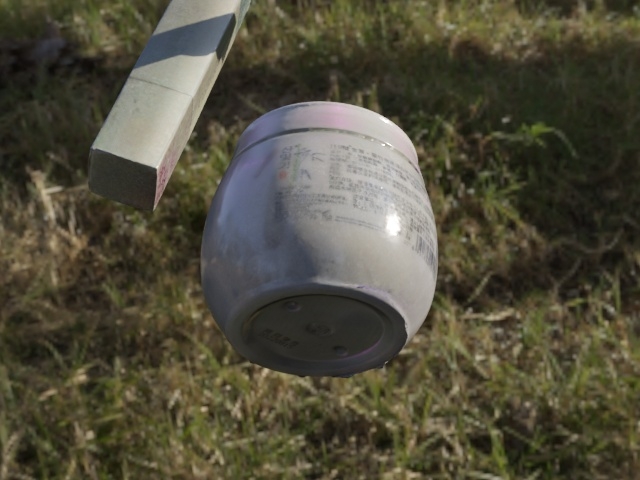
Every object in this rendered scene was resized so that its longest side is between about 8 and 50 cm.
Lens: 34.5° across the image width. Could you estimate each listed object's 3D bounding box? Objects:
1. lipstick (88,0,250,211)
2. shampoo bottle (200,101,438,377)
[{"bbox_3d":[-0.141,-0.168,1.021,0.068,0.066,0.317,18,50,-1],"label":"lipstick"},{"bbox_3d":[0.000,0.000,1.207,0.273,0.273,0.266,-4,53,10],"label":"shampoo bottle"}]
